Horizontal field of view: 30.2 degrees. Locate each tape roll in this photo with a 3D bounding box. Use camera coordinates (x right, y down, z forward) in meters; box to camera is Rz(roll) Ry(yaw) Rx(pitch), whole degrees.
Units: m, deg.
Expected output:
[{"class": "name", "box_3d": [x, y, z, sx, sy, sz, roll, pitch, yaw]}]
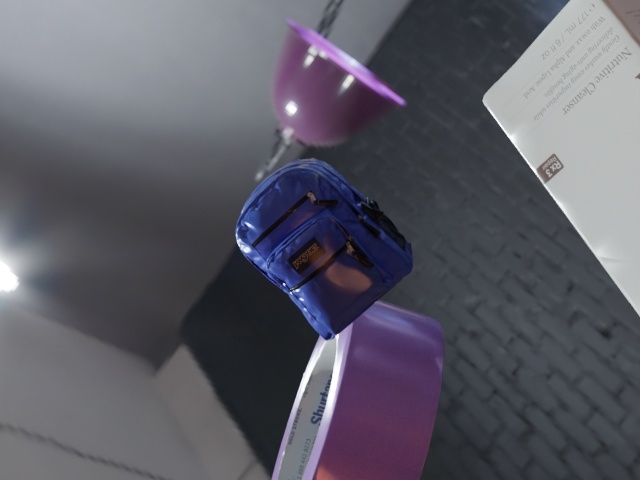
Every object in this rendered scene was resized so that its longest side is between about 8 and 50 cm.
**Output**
[{"class": "tape roll", "box_3d": [0.025, 0.189, 1.105, 0.090, 0.275, 0.275, 19, -167, -6]}]

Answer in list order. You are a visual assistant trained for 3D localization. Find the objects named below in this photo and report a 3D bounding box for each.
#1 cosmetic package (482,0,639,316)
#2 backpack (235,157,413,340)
[{"class": "cosmetic package", "box_3d": [0.392, -0.090, 1.357, 0.156, 0.217, 0.385, -17, -113, -43]}, {"class": "backpack", "box_3d": [0.000, 0.000, 0.867, 0.120, 0.098, 0.101, 48, -172, -5]}]
